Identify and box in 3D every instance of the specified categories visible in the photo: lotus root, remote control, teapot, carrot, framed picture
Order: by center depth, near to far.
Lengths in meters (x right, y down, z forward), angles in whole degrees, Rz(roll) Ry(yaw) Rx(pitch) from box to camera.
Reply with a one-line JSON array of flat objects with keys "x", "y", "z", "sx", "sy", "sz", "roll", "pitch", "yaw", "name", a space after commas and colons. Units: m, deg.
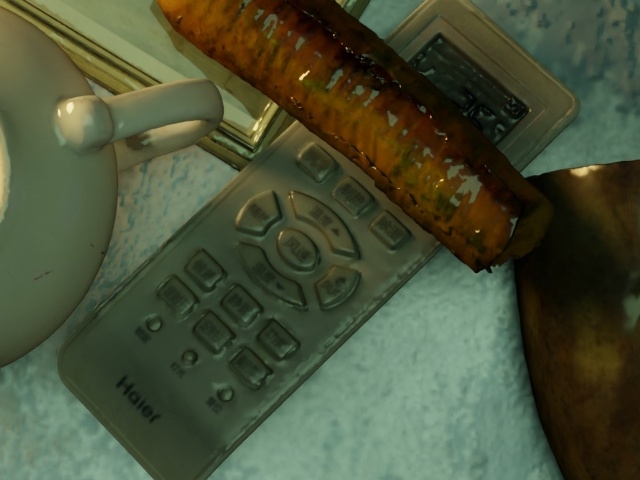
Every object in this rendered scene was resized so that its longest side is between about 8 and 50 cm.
[{"x": -0.195, "y": -0.029, "z": 0.786, "sx": 0.298, "sy": 0.139, "sz": 0.204, "roll": -13, "pitch": 84, "yaw": 2, "name": "teapot"}, {"x": 0.242, "y": 0.085, "z": 0.799, "sx": 0.267, "sy": 0.149, "sz": 0.260, "roll": -2, "pitch": 84, "yaw": 0, "name": "lotus root"}, {"x": 0.012, "y": -0.078, "z": 0.804, "sx": 0.260, "sy": 0.070, "sz": 0.070, "roll": 42, "pitch": 84, "yaw": 14, "name": "carrot"}, {"x": 0.000, "y": 0.000, "z": 0.842, "sx": 0.313, "sy": 0.055, "sz": 0.109, "roll": -44, "pitch": 75, "yaw": -9, "name": "remote control"}, {"x": -0.095, "y": -0.192, "z": 0.871, "sx": 0.274, "sy": 0.017, "sz": 0.217, "roll": 30, "pitch": 85, "yaw": 0, "name": "framed picture"}]
